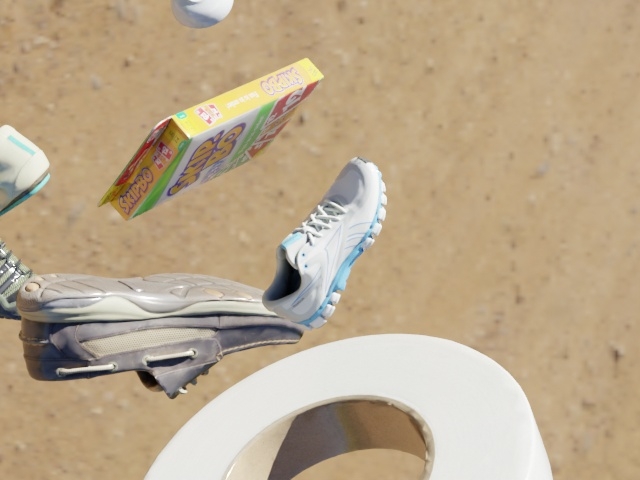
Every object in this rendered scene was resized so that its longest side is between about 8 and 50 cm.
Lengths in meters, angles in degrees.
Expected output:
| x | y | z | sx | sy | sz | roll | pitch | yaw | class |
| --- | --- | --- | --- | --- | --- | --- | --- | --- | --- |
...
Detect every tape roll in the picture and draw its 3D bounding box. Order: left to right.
| x | y | z | sx | sy | sz | roll | pitch | yaw | class |
| --- | --- | --- | --- | --- | --- | --- | --- | --- | --- |
| 0.014 | 0.235 | 1.431 | 0.392 | 0.392 | 0.072 | -49 | 130 | -35 | tape roll |

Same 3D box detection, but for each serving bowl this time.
| x | y | z | sx | sy | sz | roll | pitch | yaw | class |
| --- | --- | --- | --- | --- | --- | --- | --- | --- | --- |
| -0.156 | -0.316 | 2.067 | 0.027 | 0.083 | 0.083 | 70 | 38 | -62 | serving bowl |

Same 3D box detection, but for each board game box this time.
| x | y | z | sx | sy | sz | roll | pitch | yaw | class |
| --- | --- | --- | --- | --- | --- | --- | --- | --- | --- |
| -0.104 | -0.098 | 1.545 | 0.039 | 0.124 | 0.259 | 49 | 37 | 11 | board game box |

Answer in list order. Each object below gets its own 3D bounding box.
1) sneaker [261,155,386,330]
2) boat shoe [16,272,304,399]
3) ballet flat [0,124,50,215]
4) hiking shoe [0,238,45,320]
| x | y | z | sx | sy | sz | roll | pitch | yaw | class |
| --- | --- | --- | --- | --- | --- | --- | --- | --- | --- |
| 0.000 | 0.000 | 1.631 | 0.083 | 0.071 | 0.190 | 19 | 98 | -45 | sneaker |
| -0.189 | 0.112 | 1.879 | 0.355 | 0.132 | 0.130 | 3 | 101 | -25 | boat shoe |
| -0.378 | -0.032 | 1.619 | 0.086 | 0.248 | 0.086 | 42 | 26 | -26 | ballet flat |
| -0.414 | 0.041 | 2.058 | 0.227 | 0.086 | 0.114 | 5 | 95 | -13 | hiking shoe |
